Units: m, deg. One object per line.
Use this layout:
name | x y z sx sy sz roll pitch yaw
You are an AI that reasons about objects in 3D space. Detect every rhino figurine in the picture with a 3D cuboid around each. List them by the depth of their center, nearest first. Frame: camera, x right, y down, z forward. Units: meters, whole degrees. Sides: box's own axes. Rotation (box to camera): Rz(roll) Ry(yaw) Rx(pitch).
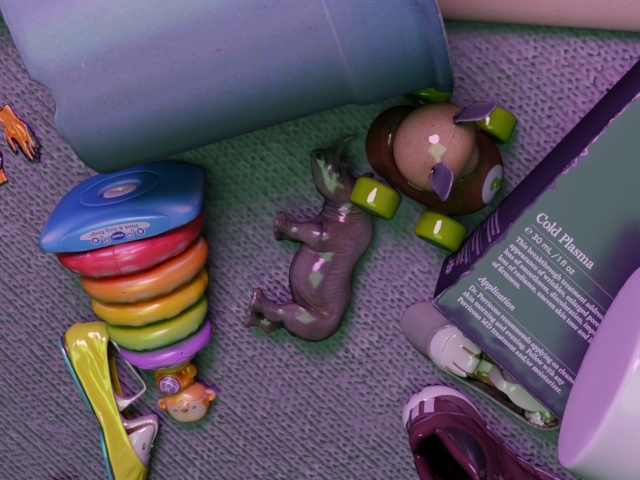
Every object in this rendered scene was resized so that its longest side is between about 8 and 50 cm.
rhino figurine | 0.000 0.000 1.207 0.106 0.073 0.243 18 101 -3

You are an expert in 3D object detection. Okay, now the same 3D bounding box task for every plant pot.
plant pot | -0.096 -0.235 1.012 0.334 0.341 0.341 -21 97 3

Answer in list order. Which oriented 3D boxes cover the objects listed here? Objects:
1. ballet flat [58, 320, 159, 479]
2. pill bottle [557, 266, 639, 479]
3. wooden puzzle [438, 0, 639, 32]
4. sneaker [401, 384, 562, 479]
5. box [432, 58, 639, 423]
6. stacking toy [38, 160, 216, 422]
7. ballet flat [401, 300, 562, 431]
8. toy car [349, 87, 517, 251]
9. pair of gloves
ballet flat | -0.232 0.200 1.292 0.077 0.077 0.231 -19 95 -3
pill bottle | 0.412 0.180 0.907 0.392 0.224 0.224 24 104 5
wooden puzzle | 0.258 -0.385 1.087 0.322 0.080 0.348 6 107 10
sneaker | 0.189 0.287 1.181 0.281 0.162 0.106 41 105 0
box | 0.343 0.046 1.099 0.343 0.179 0.312 43 106 0
stacking toy | -0.182 0.079 1.233 0.175 0.166 0.302 -11 113 3
ballet flat | 0.182 0.134 1.202 0.213 0.068 0.072 31 105 4
toy car | 0.127 -0.083 1.082 0.149 0.188 0.155 26 87 -8
pair of gloves | -0.366 -0.109 1.285 0.083 0.010 0.074 -31 96 17
